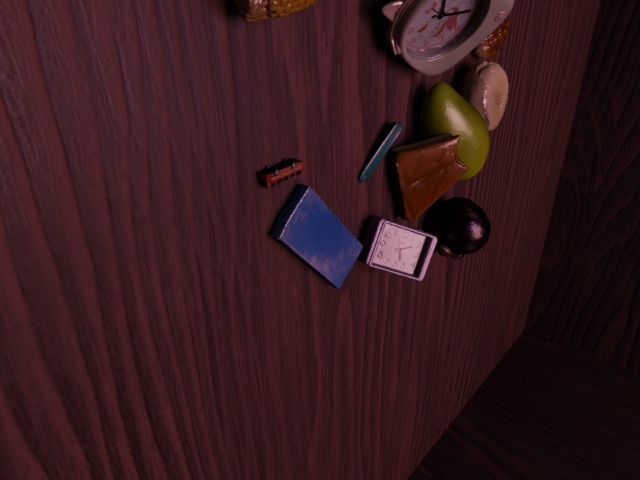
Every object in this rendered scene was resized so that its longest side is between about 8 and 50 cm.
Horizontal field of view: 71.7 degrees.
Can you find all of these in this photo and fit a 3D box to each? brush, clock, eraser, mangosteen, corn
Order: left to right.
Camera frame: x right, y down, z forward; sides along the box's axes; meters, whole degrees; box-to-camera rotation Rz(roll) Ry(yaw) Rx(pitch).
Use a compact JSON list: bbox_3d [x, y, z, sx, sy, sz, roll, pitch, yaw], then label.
[{"bbox_3d":[-0.016,-0.489,0.781,0.347,0.130,0.130,-44,136,-24],"label":"corn"},{"bbox_3d":[0.000,0.000,1.098,0.144,0.042,0.312,-60,141,-10],"label":"eraser"},{"bbox_3d":[0.154,-0.239,1.188,0.194,0.032,0.043,-54,146,0],"label":"brush"},{"bbox_3d":[0.222,0.021,1.276,0.193,0.073,0.145,16,96,-17],"label":"clock"},{"bbox_3d":[0.277,-0.537,1.033,0.324,0.265,0.109,2,61,-47],"label":"clock"},{"bbox_3d":[0.459,-0.028,1.536,0.250,0.211,0.211,-43,146,16],"label":"mangosteen"}]

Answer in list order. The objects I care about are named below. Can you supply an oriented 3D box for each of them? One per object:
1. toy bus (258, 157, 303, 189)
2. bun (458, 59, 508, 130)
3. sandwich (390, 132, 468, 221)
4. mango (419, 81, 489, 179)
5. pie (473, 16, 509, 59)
[{"bbox_3d":[-0.083,-0.143,0.940,0.110,0.031,0.043,-31,136,-39],"label":"toy bus"},{"bbox_3d":[0.511,-0.464,1.427,0.220,0.134,0.221,-16,111,-46],"label":"bun"},{"bbox_3d":[0.325,-0.177,1.292,0.211,0.063,0.245,-15,129,3],"label":"sandwich"},{"bbox_3d":[0.399,-0.325,1.329,0.192,0.156,0.343,-41,133,0],"label":"mango"},{"bbox_3d":[0.537,-0.673,1.408,0.163,0.078,0.193,-53,142,-11],"label":"pie"}]
